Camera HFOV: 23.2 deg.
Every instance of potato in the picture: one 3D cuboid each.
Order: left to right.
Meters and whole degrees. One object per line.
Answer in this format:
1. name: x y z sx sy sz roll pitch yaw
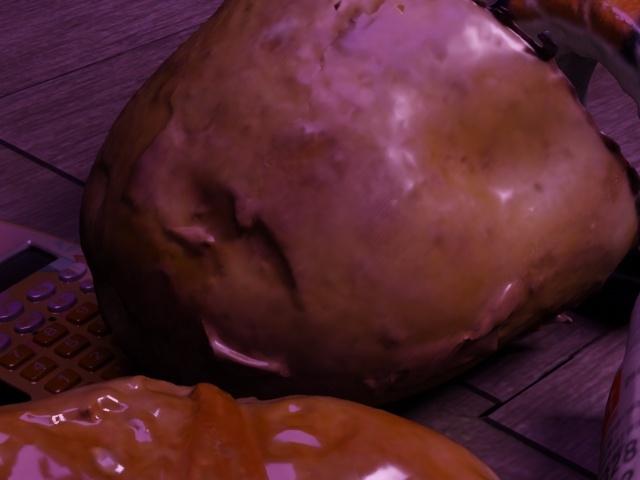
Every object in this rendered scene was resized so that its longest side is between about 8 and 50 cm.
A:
1. potato: 0.000 0.000 0.927 0.289 0.301 0.237 7 49 48

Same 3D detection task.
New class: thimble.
1. thimble: 0.198 -0.071 1.054 0.150 0.237 0.237 -21 36 -39

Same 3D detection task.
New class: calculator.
1. calculator: -0.180 0.056 1.015 0.236 0.033 0.157 22 36 30

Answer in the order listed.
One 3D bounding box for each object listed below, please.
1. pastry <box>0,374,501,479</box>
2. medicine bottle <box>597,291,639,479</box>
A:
1. pastry: -0.051 0.194 0.603 0.315 0.184 0.284 1 50 -16
2. medicine bottle: 0.214 0.112 0.798 0.144 0.144 0.252 7 33 13
